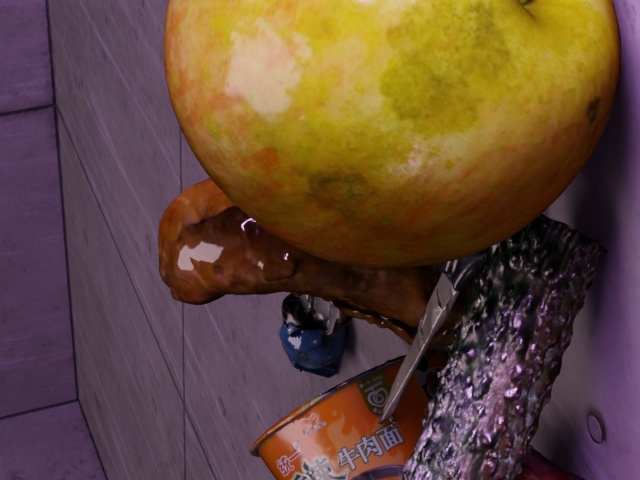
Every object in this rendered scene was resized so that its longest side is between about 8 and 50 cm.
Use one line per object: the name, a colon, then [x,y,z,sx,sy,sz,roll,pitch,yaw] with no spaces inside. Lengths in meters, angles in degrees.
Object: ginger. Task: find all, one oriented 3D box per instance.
ginger: [0.000,0.000,1.553,0.165,0.321,0.172,-22,-58,-81]

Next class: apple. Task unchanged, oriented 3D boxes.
apple: [0.057,-0.151,1.186,0.339,0.339,0.340,168,90,-73]

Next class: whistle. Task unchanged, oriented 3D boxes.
whistle: [-0.001,0.121,1.977,0.158,0.090,0.090,24,-137,-61]

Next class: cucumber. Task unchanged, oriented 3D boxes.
cucumber: [0.122,0.153,1.279,0.359,0.096,0.096,-68,20,-1]

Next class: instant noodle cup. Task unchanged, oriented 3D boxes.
instant noodle cup: [0.069,0.238,1.604,0.182,0.230,0.230,63,159,16]

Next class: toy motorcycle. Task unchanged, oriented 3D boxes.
toy motorcycle: [0.004,0.012,1.739,0.263,0.157,0.091,-129,34,-51]

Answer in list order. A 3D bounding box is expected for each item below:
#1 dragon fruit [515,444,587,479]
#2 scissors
dragon fruit: [0.193,0.247,1.380,0.126,0.161,0.274,-66,17,5]
scissors: [0.115,0.049,1.449,0.300,0.022,0.109,-67,31,24]
